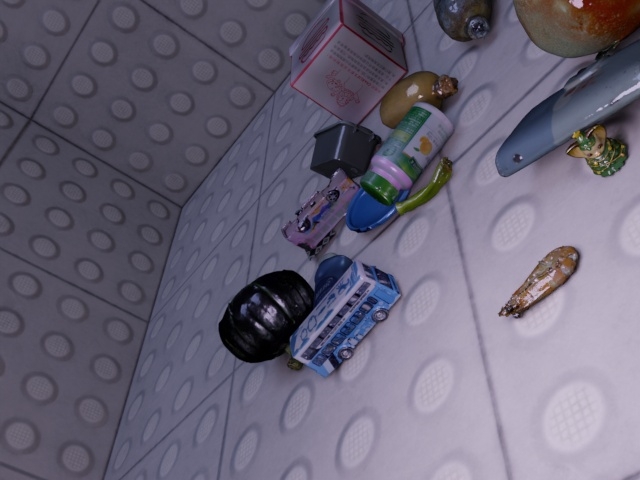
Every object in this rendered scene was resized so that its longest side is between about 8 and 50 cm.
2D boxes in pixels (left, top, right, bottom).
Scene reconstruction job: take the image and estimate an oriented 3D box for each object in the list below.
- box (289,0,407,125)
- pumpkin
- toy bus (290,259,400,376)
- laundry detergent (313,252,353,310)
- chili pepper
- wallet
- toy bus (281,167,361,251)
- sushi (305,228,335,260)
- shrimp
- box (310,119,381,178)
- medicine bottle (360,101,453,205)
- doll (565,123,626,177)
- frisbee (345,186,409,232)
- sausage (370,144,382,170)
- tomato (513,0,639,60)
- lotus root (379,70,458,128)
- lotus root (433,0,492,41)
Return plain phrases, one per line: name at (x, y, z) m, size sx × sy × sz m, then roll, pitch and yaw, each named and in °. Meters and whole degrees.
box at (0.095, -0.647, 2.530) m, size 0.312 × 0.314 × 0.300 m, roll -45°, pitch 28°, yaw 31°
pumpkin at (-0.120, 0.230, 1.990) m, size 0.296 × 0.295 × 0.296 m, roll -46°, pitch 25°, yaw 29°
toy bus at (0.058, 0.192, 1.747) m, size 0.297 × 0.131 × 0.106 m, roll -52°, pitch 23°, yaw 19°
laundry detergent at (0.036, 0.121, 1.937) m, size 0.143 × 0.094 × 0.290 m, roll -53°, pitch 22°, yaw 23°
chili pepper at (0.271, -0.131, 1.820) m, size 0.201 × 0.051 × 0.050 m, roll -43°, pitch 52°, yaw 33°
wallet at (0.510, -0.272, 1.380) m, size 0.360 × 0.083 × 0.252 m, roll -33°, pitch 12°, yaw 50°
toy bus at (0.006, -0.091, 2.211) m, size 0.274 × 0.112 × 0.090 m, roll -46°, pitch 32°, yaw 10°
sushi at (0.000, 0.000, 2.263) m, size 0.120 × 0.026 × 0.126 m, roll -45°, pitch 31°, yaw 10°
shrimp at (0.397, 0.080, 1.296) m, size 0.184 × 0.043 × 0.091 m, roll -47°, pitch 16°, yaw 10°
box at (0.072, -0.285, 2.328) m, size 0.243 × 0.163 × 0.135 m, roll -7°, pitch 63°, yaw 61°
medicine bottle at (0.225, -0.226, 1.890) m, size 0.274 × 0.133 × 0.133 m, roll -52°, pitch 21°, yaw -6°
doll at (0.501, -0.177, 1.308) m, size 0.078 × 0.113 × 0.077 m, roll -45°, pitch 17°, yaw 30°
frisbee at (0.171, -0.113, 2.014) m, size 0.242 × 0.045 × 0.242 m, roll -35°, pitch 31°, yaw 24°
sausage at (0.173, -0.227, 2.183) m, size 0.036 × 0.042 × 0.158 m, roll 5°, pitch 61°, yaw 24°
tomato at (0.537, -0.505, 1.446) m, size 0.239 × 0.303 × 0.303 m, roll -63°, pitch 22°, yaw -2°
lotus root at (0.270, -0.415, 2.088) m, size 0.303 × 0.130 × 0.146 m, roll -20°, pitch 44°, yaw 57°
lotus root at (0.419, -0.693, 2.097) m, size 0.175 × 0.175 × 0.350 m, roll -43°, pitch 26°, yaw 34°
